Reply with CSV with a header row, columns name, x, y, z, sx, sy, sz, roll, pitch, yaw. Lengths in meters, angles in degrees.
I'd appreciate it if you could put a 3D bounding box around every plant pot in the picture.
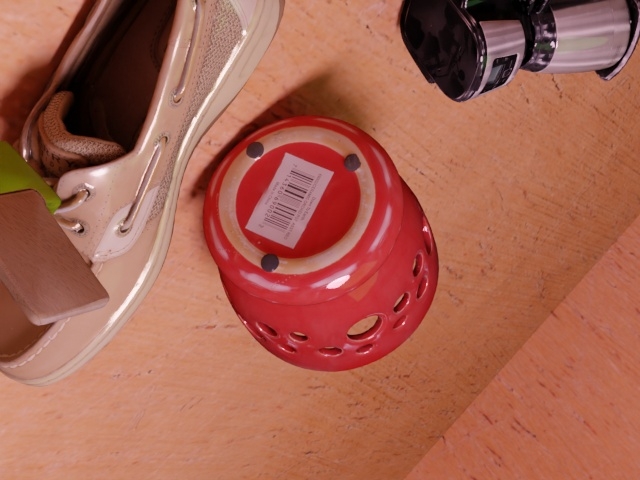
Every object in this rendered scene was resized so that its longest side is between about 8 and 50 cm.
name,x,y,z,sx,sy,sz,roll,pitch,yaw
plant pot,0.000,0.000,1.273,0.191,0.191,0.174,-44,158,-8

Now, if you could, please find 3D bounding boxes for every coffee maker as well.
name,x,y,z,sx,sy,sz,roll,pitch,yaw
coffee maker,0.163,-0.203,1.306,0.178,0.171,0.120,-11,122,-26

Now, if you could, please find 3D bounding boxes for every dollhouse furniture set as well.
name,x,y,z,sx,sy,sz,roll,pitch,yaw
dollhouse furniture set,-0.278,0.102,0.887,0.301,0.151,0.197,-48,163,30

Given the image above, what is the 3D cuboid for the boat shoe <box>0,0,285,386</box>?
name,x,y,z,sx,sy,sz,roll,pitch,yaw
boat shoe,-0.152,-0.057,0.969,0.110,0.121,0.341,6,115,-61
